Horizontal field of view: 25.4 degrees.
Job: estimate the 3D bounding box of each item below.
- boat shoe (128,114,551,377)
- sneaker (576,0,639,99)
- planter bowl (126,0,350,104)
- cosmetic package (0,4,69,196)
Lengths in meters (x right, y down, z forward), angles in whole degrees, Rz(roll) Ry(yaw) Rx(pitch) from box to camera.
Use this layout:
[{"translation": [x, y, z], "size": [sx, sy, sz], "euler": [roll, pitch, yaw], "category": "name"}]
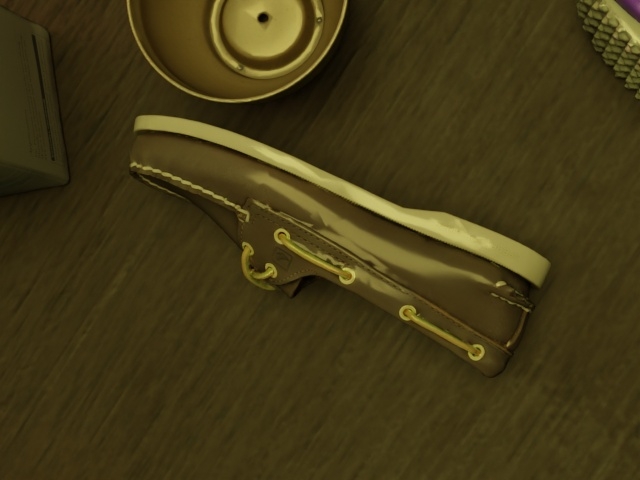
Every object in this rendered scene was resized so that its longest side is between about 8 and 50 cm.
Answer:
[{"translation": [0.000, 0.000, 1.034], "size": [0.324, 0.116, 0.097], "euler": [21, 87, 5], "category": "boat shoe"}, {"translation": [0.322, -0.130, 0.997], "size": [0.293, 0.102, 0.146], "euler": [38, 89, 6], "category": "sneaker"}, {"translation": [-0.050, -0.174, 1.055], "size": [0.162, 0.109, 0.162], "euler": [-1, 86, 11], "category": "planter bowl"}, {"translation": [-0.335, -0.094, 1.042], "size": [0.224, 0.224, 0.138], "euler": [-10, 84, 10], "category": "cosmetic package"}]
